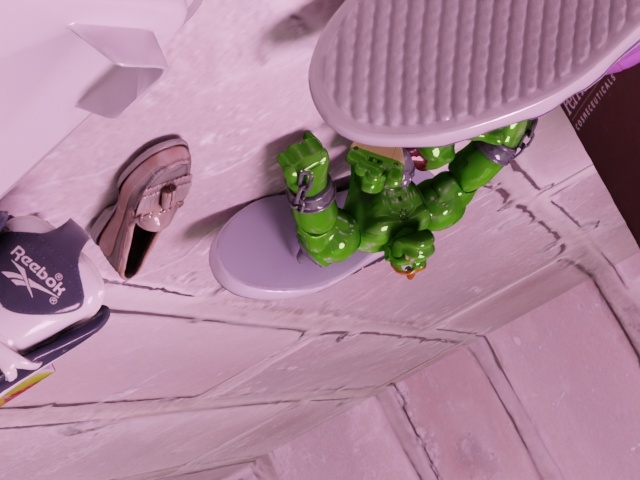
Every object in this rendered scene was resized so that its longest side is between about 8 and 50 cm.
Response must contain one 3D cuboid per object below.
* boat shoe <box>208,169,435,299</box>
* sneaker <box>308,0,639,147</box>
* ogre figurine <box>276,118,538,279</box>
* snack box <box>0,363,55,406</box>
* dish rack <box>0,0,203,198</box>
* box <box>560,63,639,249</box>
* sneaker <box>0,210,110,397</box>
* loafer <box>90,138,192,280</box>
[{"bbox_3d":[0.000,0.000,0.960,0.228,0.080,0.076,-26,168,-40],"label":"boat shoe"},{"bbox_3d":[0.119,-0.110,0.709,0.282,0.102,0.161,-24,170,-12],"label":"sneaker"},{"bbox_3d":[0.056,-0.040,0.877,0.197,0.097,0.118,-36,155,-36],"label":"ogre figurine"},{"bbox_3d":[-0.273,0.107,0.898,0.100,0.037,0.141,-33,165,20],"label":"snack box"},{"bbox_3d":[-0.206,-0.028,0.453,0.333,0.072,0.285,-35,166,33],"label":"dish rack"},{"bbox_3d":[0.326,-0.010,0.872,0.143,0.381,0.191,-22,165,-12],"label":"box"},{"bbox_3d":[-0.184,0.051,0.644,0.153,0.094,0.235,-41,-173,11],"label":"sneaker"},{"bbox_3d":[-0.102,-0.017,0.754,0.045,0.039,0.125,-17,164,-34],"label":"loafer"}]
